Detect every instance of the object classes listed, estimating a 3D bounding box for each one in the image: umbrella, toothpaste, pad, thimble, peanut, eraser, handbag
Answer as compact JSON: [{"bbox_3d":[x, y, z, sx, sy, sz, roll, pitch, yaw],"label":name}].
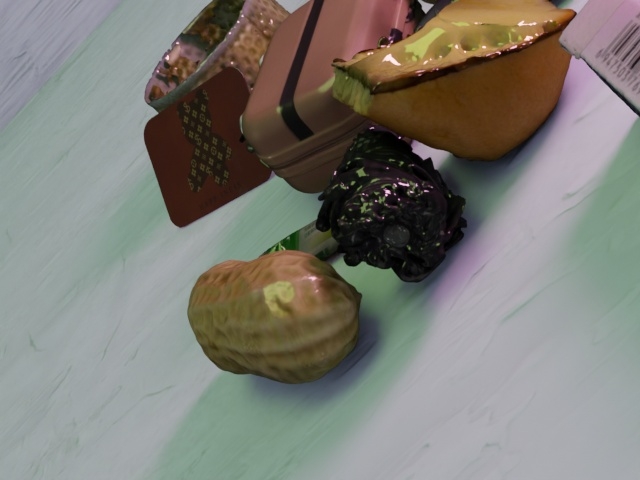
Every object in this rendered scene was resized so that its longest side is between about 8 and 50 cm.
[{"bbox_3d":[0.058,-0.051,1.626,0.336,0.154,0.128,-124,34,-67],"label":"umbrella"},{"bbox_3d":[0.000,0.000,1.797,0.248,0.047,0.078,-32,26,33],"label":"toothpaste"},{"bbox_3d":[-0.172,-0.136,2.225,0.004,0.181,0.267,-13,-10,-43],"label":"pad"},{"bbox_3d":[-0.143,-0.268,2.362,0.271,0.150,0.271,-41,23,21],"label":"thimble"},{"bbox_3d":[-0.059,0.081,1.658,0.153,0.140,0.325,-37,13,-17],"label":"peanut"},{"bbox_3d":[0.311,-0.132,1.290,0.086,0.130,0.287,-49,23,13],"label":"eraser"},{"bbox_3d":[0.002,-0.194,1.940,0.283,0.149,0.302,-28,32,34],"label":"handbag"}]

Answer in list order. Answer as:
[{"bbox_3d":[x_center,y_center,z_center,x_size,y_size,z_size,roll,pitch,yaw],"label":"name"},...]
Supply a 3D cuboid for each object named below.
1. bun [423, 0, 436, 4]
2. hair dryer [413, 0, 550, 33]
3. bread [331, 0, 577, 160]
[{"bbox_3d":[0.210,-0.389,1.912,0.222,0.127,0.222,-39,39,40],"label":"bun"},{"bbox_3d":[0.170,-0.363,1.775,0.235,0.271,0.091,-29,5,26],"label":"hair dryer"},{"bbox_3d":[0.157,-0.168,1.610,0.262,0.162,0.204,-23,17,-8],"label":"bread"}]
